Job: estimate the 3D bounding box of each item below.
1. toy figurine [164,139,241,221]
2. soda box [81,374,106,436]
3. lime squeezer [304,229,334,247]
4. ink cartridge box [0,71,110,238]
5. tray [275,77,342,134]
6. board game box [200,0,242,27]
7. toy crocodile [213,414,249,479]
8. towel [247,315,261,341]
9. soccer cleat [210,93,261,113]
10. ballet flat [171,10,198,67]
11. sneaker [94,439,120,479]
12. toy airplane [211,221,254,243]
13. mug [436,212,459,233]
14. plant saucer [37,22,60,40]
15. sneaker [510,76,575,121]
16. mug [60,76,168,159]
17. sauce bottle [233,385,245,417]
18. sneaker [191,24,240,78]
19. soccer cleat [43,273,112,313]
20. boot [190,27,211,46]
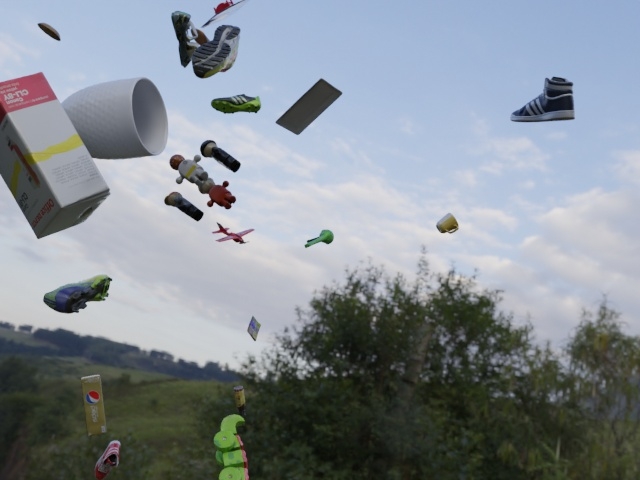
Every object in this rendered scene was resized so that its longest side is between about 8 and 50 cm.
[{"bbox_3d":[-0.364,-0.184,1.925,0.148,0.210,0.213,35,-48,27],"label":"toy figurine"},{"bbox_3d":[-0.718,0.520,2.001,0.058,0.181,0.061,-6,-6,-23],"label":"soda box"},{"bbox_3d":[0.000,0.000,2.378,0.058,0.110,0.310,54,1,-3],"label":"lime squeezer"},{"bbox_3d":[-0.799,-0.232,1.804,0.160,0.384,0.279,-32,2,-41],"label":"ink cartridge box"},{"bbox_3d":[-0.050,-0.548,2.574,0.270,0.030,0.145,-39,-37,25],"label":"tray"},{"bbox_3d":[-0.275,-0.656,1.788,0.169,0.133,0.033,-10,-67,55],"label":"board game box"},{"bbox_3d":[-0.264,0.694,1.943,0.105,0.340,0.115,-7,-51,-12],"label":"toy crocodile"},{"bbox_3d":[-0.243,0.322,2.314,0.009,0.083,0.060,-16,-56,25],"label":"towel"},{"bbox_3d":[-0.301,-0.491,2.256,0.179,0.072,0.060,1,-37,-9],"label":"soccer cleat"},{"bbox_3d":[-0.388,-0.580,1.844,0.070,0.070,0.188,10,-32,7],"label":"ballet flat"},{"bbox_3d":[-0.572,0.601,1.691,0.042,0.118,0.067,25,7,-20],"label":"sneaker"},{"bbox_3d":[-0.291,-0.019,2.033,0.151,0.028,0.151,6,28,-3],"label":"toy airplane"},{"bbox_3d":[0.442,-0.056,2.214,0.062,0.064,0.078,60,-5,-5],"label":"mug"},{"bbox_3d":[-0.885,-0.687,2.072,0.083,0.015,0.083,28,-12,6],"label":"plant saucer"},{"bbox_3d":[0.798,-0.504,2.274,0.099,0.153,0.282,-7,10,-26],"label":"sneaker"},{"bbox_3d":[-0.743,-0.442,2.283,0.328,0.374,0.276,-5,-63,12],"label":"mug"},{"bbox_3d":[-0.329,0.666,2.605,0.042,0.128,0.042,-8,8,1],"label":"sauce bottle"},{"bbox_3d":[-0.250,-0.447,1.567,0.082,0.208,0.094,18,-42,10],"label":"sneaker"},{"bbox_3d":[-0.747,0.153,1.965,0.121,0.093,0.289,13,10,6],"label":"soccer cleat"},{"bbox_3d":[-0.401,-0.689,2.217,0.118,0.042,0.087,47,5,1],"label":"boot"}]
